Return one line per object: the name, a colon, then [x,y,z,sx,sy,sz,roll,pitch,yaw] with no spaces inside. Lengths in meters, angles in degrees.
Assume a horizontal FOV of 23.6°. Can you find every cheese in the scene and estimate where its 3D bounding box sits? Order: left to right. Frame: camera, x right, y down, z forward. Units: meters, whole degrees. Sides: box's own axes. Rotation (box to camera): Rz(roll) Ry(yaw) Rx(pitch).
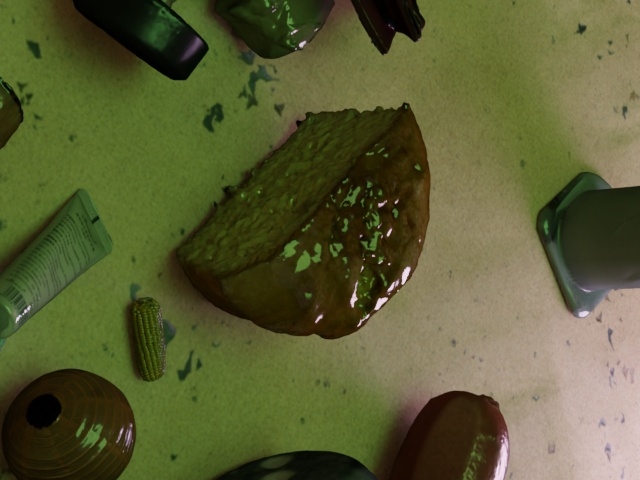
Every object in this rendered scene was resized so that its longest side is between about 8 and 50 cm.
cheese: [-0.073,-0.327,1.789,0.202,0.091,0.175,47,57,-30]

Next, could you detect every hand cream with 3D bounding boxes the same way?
hand cream: [-0.287,0.031,1.579,0.234,0.050,0.080,-51,124,-52]

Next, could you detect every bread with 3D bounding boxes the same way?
bread: [0.000,0.000,1.779,0.340,0.194,0.179,-49,125,-32]

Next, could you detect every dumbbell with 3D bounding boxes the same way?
dumbbell: [-0.144,-0.295,1.629,0.152,0.152,0.218,38,87,-36]

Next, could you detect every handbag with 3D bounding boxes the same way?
handbag: [0.044,-0.379,1.821,0.260,0.084,0.275,-91,157,-62]

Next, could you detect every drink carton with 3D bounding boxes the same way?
drink carton: [0.454,-0.011,2.220,0.191,0.189,0.185,-38,108,-39]

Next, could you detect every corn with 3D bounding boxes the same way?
corn: [-0.189,0.109,1.690,0.037,0.037,0.092,-11,99,-44]

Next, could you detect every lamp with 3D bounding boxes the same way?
lamp: [-0.255,0.196,1.553,0.136,0.136,0.136,3,86,-44]

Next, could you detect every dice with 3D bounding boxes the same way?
dice: [-0.030,0.347,1.728,0.183,0.182,0.181,-21,101,-44]

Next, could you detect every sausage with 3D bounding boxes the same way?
sausage: [0.158,0.303,1.946,0.148,0.148,0.254,42,65,-34]

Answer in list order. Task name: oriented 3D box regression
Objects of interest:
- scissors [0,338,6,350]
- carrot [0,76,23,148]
scissors: [-0.366,0.188,1.514,0.191,0.029,0.360,-11,93,-46]
carrot: [-0.385,-0.052,1.472,0.102,0.102,0.263,46,60,-32]
